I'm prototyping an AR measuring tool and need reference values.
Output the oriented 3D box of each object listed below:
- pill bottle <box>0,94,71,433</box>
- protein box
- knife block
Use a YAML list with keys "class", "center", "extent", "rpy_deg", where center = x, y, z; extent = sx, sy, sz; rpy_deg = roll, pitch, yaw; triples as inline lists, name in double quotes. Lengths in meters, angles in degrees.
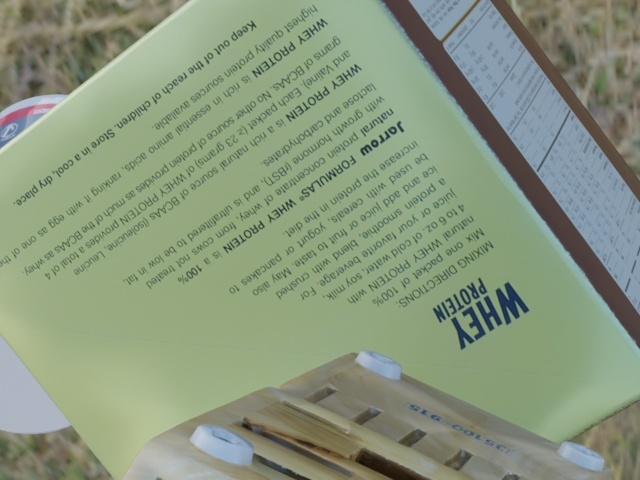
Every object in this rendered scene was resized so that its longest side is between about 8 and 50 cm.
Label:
- class: "pill bottle"
  center: [-0.149, 0.013, 1.067]
  extent: [0.108, 0.108, 0.180]
  rpy_deg: [-7, 41, 8]
- class: "protein box"
  center: [0.000, 0.000, 0.745]
  extent: [0.200, 0.136, 0.201]
  rpy_deg: [-35, 96, 23]
- class: "knife block"
  center: [-0.012, 0.159, 0.523]
  extent: [0.088, 0.275, 0.242]
  rpy_deg: [23, 98, 12]
